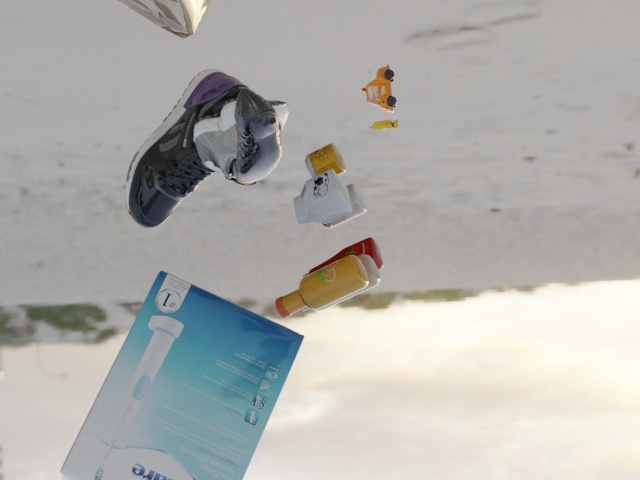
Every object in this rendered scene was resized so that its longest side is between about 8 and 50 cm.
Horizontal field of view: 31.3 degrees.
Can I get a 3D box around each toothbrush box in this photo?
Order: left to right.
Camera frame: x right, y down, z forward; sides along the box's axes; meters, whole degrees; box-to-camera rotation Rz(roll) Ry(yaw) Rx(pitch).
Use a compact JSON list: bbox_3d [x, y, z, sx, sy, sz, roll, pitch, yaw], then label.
[{"bbox_3d":[-0.181,0.224,1.508,0.216,0.295,0.126,24,157,-2],"label":"toothbrush box"}]

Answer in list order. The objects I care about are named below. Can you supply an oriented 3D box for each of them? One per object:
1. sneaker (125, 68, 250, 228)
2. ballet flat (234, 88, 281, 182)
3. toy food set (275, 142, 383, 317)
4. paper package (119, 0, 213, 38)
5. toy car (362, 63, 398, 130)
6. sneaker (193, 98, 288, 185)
[{"bbox_3d":[-0.207,-0.136,1.814,0.107,0.283,0.124,27,-175,-40],"label":"sneaker"},{"bbox_3d":[-0.079,-0.124,1.396,0.057,0.049,0.173,-22,156,-18],"label":"ballet flat"},{"bbox_3d":[0.000,0.000,1.335,0.105,0.232,0.111,-26,136,15],"label":"toy food set"},{"bbox_3d":[-0.185,-0.489,1.556,0.168,0.324,0.309,29,173,5],"label":"paper package"},{"bbox_3d":[0.067,-0.165,1.319,0.041,0.060,0.122,-5,-161,5],"label":"toy car"},{"bbox_3d":[-0.122,-0.126,1.625,0.100,0.108,0.271,4,173,-17],"label":"sneaker"}]
